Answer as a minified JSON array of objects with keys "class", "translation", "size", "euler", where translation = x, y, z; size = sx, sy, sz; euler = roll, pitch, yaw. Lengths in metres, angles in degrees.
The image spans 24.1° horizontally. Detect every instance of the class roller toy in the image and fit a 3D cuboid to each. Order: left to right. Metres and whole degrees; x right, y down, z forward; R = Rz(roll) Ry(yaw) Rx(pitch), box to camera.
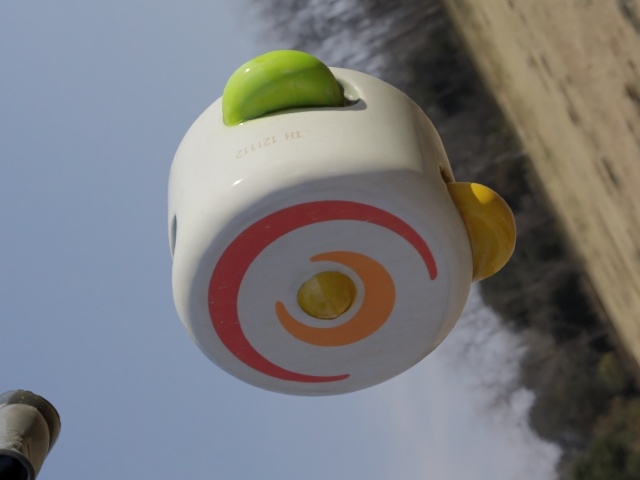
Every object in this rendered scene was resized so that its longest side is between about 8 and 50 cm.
[{"class":"roller toy","translation":[0.000,0.000,0.972],"size":[0.209,0.191,0.146],"euler":[27,-151,-24]}]

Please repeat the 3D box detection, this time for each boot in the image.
[{"class":"boot","translation":[-0.391,0.320,1.550],"size":[0.118,0.338,0.223],"euler":[26,-168,-7]}]
